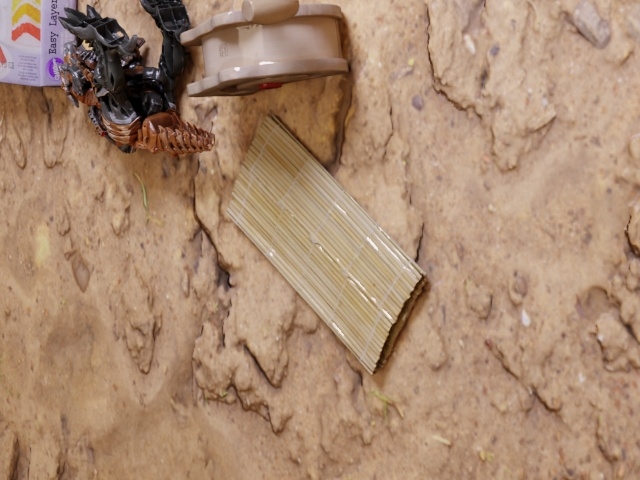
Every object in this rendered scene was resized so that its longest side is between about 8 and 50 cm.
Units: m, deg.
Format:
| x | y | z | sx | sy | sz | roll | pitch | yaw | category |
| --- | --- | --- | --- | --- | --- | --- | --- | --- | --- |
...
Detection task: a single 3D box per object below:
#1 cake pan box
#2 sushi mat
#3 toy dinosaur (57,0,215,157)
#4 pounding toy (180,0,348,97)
| x | y | z | sx | sy | sz | roll | pitch | yaw | category |
| --- | --- | --- | --- | --- | --- | --- | --- | --- | --- |
| -0.452 | -0.353 | 2.119 | 0.267 | 0.070 | 0.246 | 14 | 103 | 45 | cake pan box |
| 0.000 | 0.000 | 1.730 | 0.316 | 0.019 | 0.151 | 47 | 127 | 32 | sushi mat |
| -0.234 | -0.200 | 1.890 | 0.322 | 0.164 | 0.218 | 20 | 126 | 24 | toy dinosaur |
| -0.061 | -0.255 | 1.681 | 0.269 | 0.154 | 0.155 | 174 | 89 | -65 | pounding toy |
